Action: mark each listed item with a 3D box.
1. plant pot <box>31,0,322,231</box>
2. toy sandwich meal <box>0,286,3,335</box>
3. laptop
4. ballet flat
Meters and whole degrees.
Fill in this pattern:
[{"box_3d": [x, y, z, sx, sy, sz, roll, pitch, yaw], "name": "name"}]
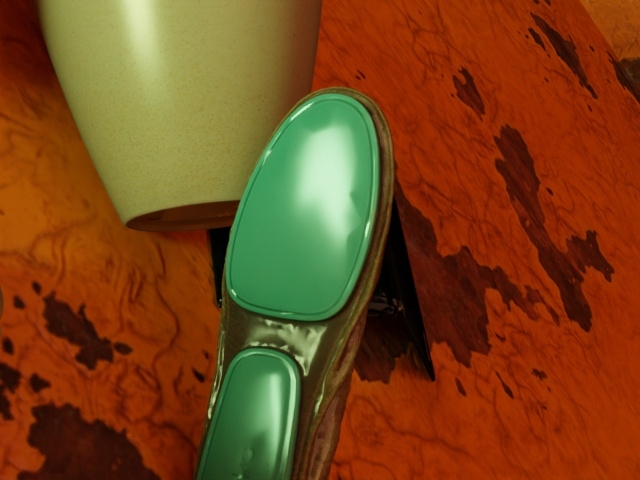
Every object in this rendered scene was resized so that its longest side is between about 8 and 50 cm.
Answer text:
[{"box_3d": [-0.106, -0.152, 0.818, 0.256, 0.256, 0.274, 3, 77, -52], "name": "plant pot"}, {"box_3d": [-0.235, 0.038, 0.649, 0.085, 0.029, 0.086, 24, 44, -25], "name": "toy sandwich meal"}, {"box_3d": [0.000, 0.000, 1.012, 0.264, 0.137, 0.234, 4, 55, -22], "name": "laptop"}, {"box_3d": [-0.010, 0.067, 0.751, 0.124, 0.116, 0.343, 18, 81, -69], "name": "ballet flat"}]
